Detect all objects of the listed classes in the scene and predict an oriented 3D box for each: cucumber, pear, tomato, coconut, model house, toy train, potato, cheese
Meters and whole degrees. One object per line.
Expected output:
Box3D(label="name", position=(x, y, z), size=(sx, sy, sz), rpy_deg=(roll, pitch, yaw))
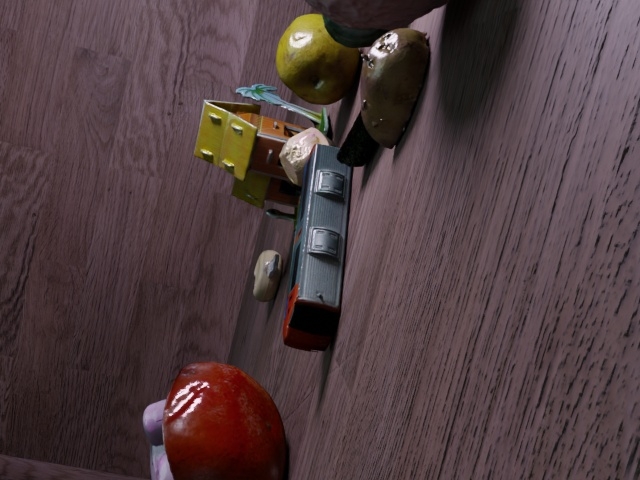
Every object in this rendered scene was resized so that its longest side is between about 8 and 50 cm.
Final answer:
Box3D(label="cucumber", position=(0.082, -0.191, 1.164), size=(0.058, 0.052, 0.214), rpy_deg=(-49, -5, -32))
Box3D(label="pear", position=(-0.004, -0.400, 1.575), size=(0.200, 0.200, 0.199), rpy_deg=(-167, 90, -81))
Box3D(label="tomato", position=(-0.151, 0.368, 1.306), size=(0.338, 0.144, 0.338), rpy_deg=(-22, -90, -79))
Box3D(label="coconut", position=(-0.020, -0.187, 1.584), size=(0.116, 0.122, 0.116), rpy_deg=(56, 164, 24))
Box3D(label="model house", position=(-0.167, -0.246, 1.887), size=(0.340, 0.324, 0.300), rpy_deg=(-96, 21, -63))
Box3D(label="toy train", position=(0.000, 0.000, 1.274), size=(0.089, 0.086, 0.409), rpy_deg=(118, 163, -52))
Box3D(label="potato", position=(0.092, -0.227, 1.019), size=(0.100, 0.089, 0.171), rpy_deg=(-154, 79, -78))
Box3D(label="cheese", position=(-0.151, 0.078, 2.129), size=(0.248, 0.071, 0.163), rpy_deg=(114, 165, -51))

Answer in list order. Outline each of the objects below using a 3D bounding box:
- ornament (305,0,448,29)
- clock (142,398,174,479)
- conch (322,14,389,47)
Box3D(label="ornament", position=(0.065, -0.386, 0.886), size=(0.225, 0.260, 0.259), rpy_deg=(106, 171, -46))
Box3D(label="clock", position=(-0.233, 0.456, 1.397), size=(0.295, 0.114, 0.322), rpy_deg=(6, -115, -76))
Box3D(label="conch", position=(0.076, -0.479, 1.244), size=(0.220, 0.195, 0.277), rpy_deg=(16, 137, 58))
